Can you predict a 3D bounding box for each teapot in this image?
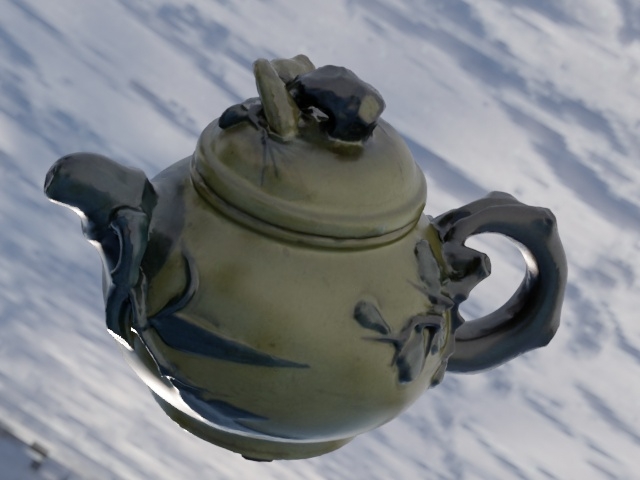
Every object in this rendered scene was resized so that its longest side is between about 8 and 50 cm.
[{"bbox_3d":[0.000,0.000,0.778,0.269,0.182,0.173,4,-150,-15],"label":"teapot"}]
